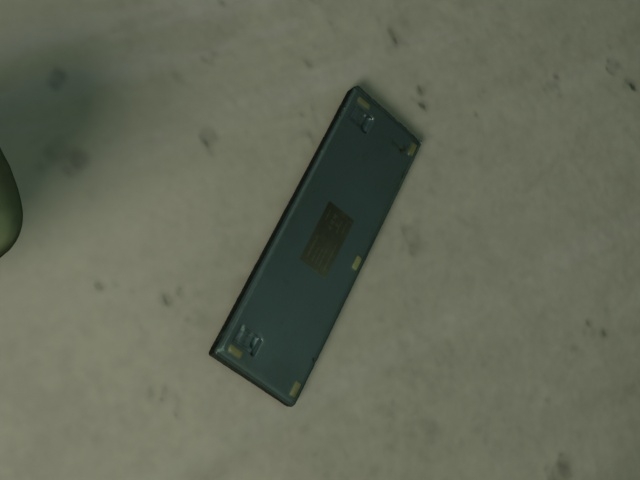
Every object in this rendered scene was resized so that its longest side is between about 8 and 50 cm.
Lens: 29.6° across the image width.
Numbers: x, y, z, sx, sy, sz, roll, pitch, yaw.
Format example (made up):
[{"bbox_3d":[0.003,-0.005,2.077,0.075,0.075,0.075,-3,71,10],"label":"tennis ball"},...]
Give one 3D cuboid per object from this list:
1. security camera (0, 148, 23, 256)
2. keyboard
[{"bbox_3d":[-0.251,0.031,0.416,0.301,0.157,0.080,-24,95,-34],"label":"security camera"},{"bbox_3d":[0.001,0.000,0.652,0.055,0.014,0.176,36,64,-21],"label":"keyboard"}]
